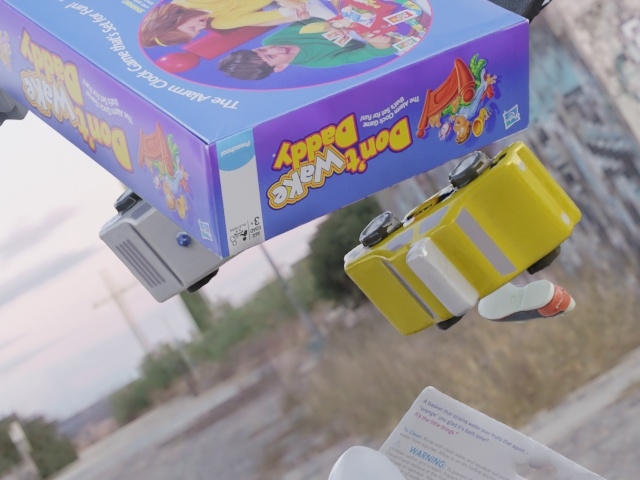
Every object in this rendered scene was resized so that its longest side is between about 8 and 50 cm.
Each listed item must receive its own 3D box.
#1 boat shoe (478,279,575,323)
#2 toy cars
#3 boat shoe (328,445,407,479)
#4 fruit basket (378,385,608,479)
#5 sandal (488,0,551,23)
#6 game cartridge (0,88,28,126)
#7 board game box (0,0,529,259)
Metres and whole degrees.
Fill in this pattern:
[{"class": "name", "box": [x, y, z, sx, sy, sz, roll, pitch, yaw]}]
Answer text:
[{"class": "boat shoe", "box": [0.237, 0.074, 1.991, 0.043, 0.049, 0.137, 26, -21, -29]}, {"class": "toy cars", "box": [0.000, 0.000, 1.334, 0.393, 0.176, 0.087, 7, 30, 15]}, {"class": "boat shoe", "box": [0.031, 0.246, 1.189, 0.080, 0.228, 0.076, 23, -56, -28]}, {"class": "fruit basket", "box": [0.109, 0.322, 1.520, 0.353, 0.327, 0.165, -58, 27, 8]}, {"class": "sandal", "box": [0.228, -0.282, 1.838, 0.054, 0.097, 0.254, 18, -59, -44]}, {"class": "game cartridge", "box": [-0.440, -0.192, 1.619, 0.297, 0.062, 0.198, 5, -39, 15]}, {"class": "board game box", "box": [-0.063, -0.131, 1.126, 0.233, 0.078, 0.347, -23, 37, -27]}]
